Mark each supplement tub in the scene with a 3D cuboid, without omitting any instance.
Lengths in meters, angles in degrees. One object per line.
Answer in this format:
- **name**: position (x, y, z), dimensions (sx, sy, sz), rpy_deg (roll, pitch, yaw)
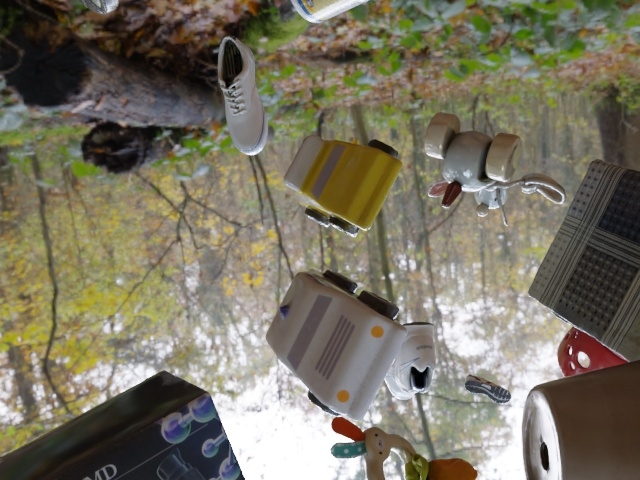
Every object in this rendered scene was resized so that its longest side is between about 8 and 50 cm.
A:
- **supplement tub**: position (0.039, -0.591, 1.316), dimensions (0.199, 0.145, 0.144), rpy_deg (-9, -172, 40)

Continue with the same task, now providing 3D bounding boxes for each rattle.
- **rattle**: position (0.126, 0.348, 0.940), dimensions (0.130, 0.200, 0.142), rpy_deg (-46, -167, -33)

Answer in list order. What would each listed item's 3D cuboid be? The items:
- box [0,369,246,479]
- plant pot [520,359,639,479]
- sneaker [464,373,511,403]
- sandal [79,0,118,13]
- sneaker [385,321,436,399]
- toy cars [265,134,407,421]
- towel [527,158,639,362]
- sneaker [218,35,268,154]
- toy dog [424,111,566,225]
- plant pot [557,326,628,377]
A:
- **box**: position (-0.245, 0.434, 0.814), dimensions (0.293, 0.396, 0.212), rpy_deg (-26, -170, -30)
- **plant pot**: position (0.437, 0.296, 0.788), dimensions (0.280, 0.324, 0.323), rpy_deg (1, -168, 3)
- **sneaker**: position (0.376, 0.328, 1.311), dimensions (0.109, 0.040, 0.044), rpy_deg (23, -161, 4)
- **sandal**: position (-0.285, -0.391, 0.649), dimensions (0.086, 0.303, 0.120), rpy_deg (-22, 164, -13)
- **sneaker**: position (0.211, 0.316, 1.398), dimensions (0.110, 0.297, 0.129), rpy_deg (-4, -129, -3)
- **toy cars**: position (0.000, 0.000, 0.580), dimensions (0.087, 0.176, 0.394), rpy_deg (27, -140, -19)
- **towel**: position (0.561, 0.032, 1.103), dimensions (0.056, 0.325, 0.312), rpy_deg (17, -166, -25)
- **sneaker**: position (-0.180, -0.312, 1.259), dimensions (0.094, 0.258, 0.091), rpy_deg (-15, 171, 18)
- **toy dog**: position (0.295, -0.100, 1.109), dimensions (0.333, 0.161, 0.220), rpy_deg (30, 175, -41)
- **plant pot**: position (0.604, 0.217, 1.185), dimensions (0.190, 0.174, 0.191), rpy_deg (3, -132, -4)
